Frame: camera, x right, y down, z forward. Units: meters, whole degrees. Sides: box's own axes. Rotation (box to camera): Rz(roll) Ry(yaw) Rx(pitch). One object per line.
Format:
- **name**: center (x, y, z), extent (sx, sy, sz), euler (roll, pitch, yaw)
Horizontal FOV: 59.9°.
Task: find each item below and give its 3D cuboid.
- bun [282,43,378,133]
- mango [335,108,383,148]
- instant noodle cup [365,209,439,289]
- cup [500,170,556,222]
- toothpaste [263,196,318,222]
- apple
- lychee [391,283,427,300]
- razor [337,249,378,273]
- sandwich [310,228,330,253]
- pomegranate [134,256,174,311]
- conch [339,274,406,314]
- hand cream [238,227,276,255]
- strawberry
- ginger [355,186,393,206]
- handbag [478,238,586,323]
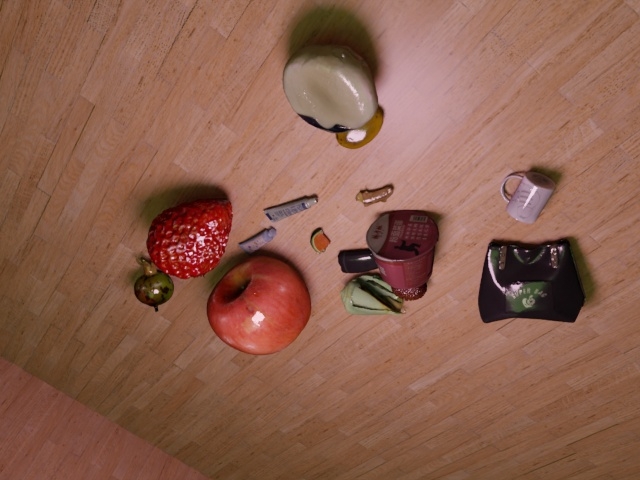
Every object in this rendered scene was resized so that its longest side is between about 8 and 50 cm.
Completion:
- **bun**: center (0.038, -0.447, 1.574), extent (0.283, 0.179, 0.283), euler (20, 148, 13)
- **mango**: center (0.120, -0.340, 1.685), extent (0.161, 0.076, 0.103), euler (-29, 108, 22)
- **instant noodle cup**: center (0.276, 0.039, 1.838), extent (0.235, 0.234, 0.178), euler (0, 134, 15)
- **cup**: center (0.619, -0.136, 1.683), extent (0.136, 0.099, 0.133), euler (18, 129, 1)
- **toothpaste**: center (-0.101, -0.111, 1.938), extent (0.216, 0.037, 0.062), euler (-18, 120, 30)
- **apple**: center (-0.214, 0.246, 2.039), extent (0.364, 0.363, 0.363), euler (7, 127, 10)
- **lychee**: center (0.313, 0.156, 1.975), extent (0.123, 0.123, 0.129), euler (47, 144, -20)
- **razor**: center (0.140, 0.075, 1.998), extent (0.148, 0.054, 0.090), euler (-8, 127, 21)
- **sandwich**: center (-0.002, 0.003, 2.003), extent (0.069, 0.026, 0.101), euler (-20, 122, 22)
- **pomegranate**: center (-0.678, 0.168, 2.233), extent (0.156, 0.156, 0.220), euler (-3, 121, 17)
- **conch**: center (0.194, 0.202, 2.040), extent (0.251, 0.143, 0.137), euler (-1, 169, 0)
- **hand cream**: center (-0.229, 0.005, 2.053), extent (0.171, 0.043, 0.065), euler (-30, 114, 34)
- **strawberry**: center (-0.461, -0.025, 1.960), extent (0.292, 0.292, 0.309), euler (15, 102, 4)
- **ginger**: center (0.178, -0.143, 1.835), extent (0.137, 0.044, 0.057), euler (-12, 104, 21)
- **handbag**: center (0.693, 0.133, 1.845), extent (0.343, 0.152, 0.287), euler (-4, 113, 17)
